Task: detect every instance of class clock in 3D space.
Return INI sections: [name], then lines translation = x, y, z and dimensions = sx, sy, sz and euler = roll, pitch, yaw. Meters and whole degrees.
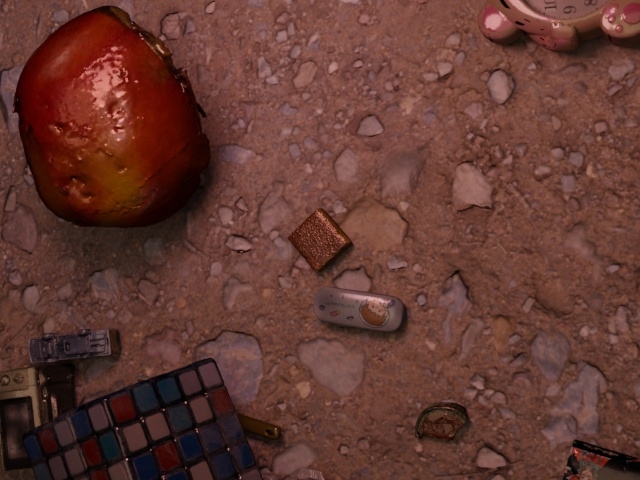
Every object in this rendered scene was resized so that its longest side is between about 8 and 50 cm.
[clock]
translation = 0.427, -0.469, 1.689
dimensions = 0.310, 0.114, 0.283
euler = -1, 90, 21

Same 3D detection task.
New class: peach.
[peach]
translation = -0.391, -0.227, 1.841
dimensions = 0.339, 0.353, 0.416
euler = 20, 104, 44

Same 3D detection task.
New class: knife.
[knife]
translation = -0.228, 0.327, 1.958
dimensions = 0.343, 0.027, 0.061
euler = 12, 100, 23

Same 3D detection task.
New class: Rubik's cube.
[Rubik's cube]
translation = -0.326, 0.419, 1.817
dimensions = 0.292, 0.287, 0.293
euler = -26, 82, 39

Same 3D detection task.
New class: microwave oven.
[microwave oven]
translation = -0.580, 0.361, 2.016
dimensions = 0.129, 0.163, 0.204
euler = -10, 84, 19

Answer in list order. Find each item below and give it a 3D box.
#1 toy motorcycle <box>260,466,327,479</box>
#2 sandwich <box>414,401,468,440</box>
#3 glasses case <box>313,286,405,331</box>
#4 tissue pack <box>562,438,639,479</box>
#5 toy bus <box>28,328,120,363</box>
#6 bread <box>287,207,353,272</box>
[toy motorcycle]
translation = -0.032, 0.489, 1.840
dimensions = 0.254, 0.112, 0.112
euler = 2, 90, 22
[sandwich]
translation = 0.222, 0.332, 1.792
dimensions = 0.101, 0.026, 0.069
euler = -2, 87, 20
[glasses case]
translation = 0.072, 0.129, 1.842
dimensions = 0.179, 0.045, 0.067
euler = 7, 92, 20
[tissue pack]
translation = 0.499, 0.411, 1.652
dimensions = 0.170, 0.090, 0.103
euler = 12, 90, 20
[toy bus]
translation = -0.513, 0.218, 2.042
dimensions = 0.191, 0.075, 0.064
euler = -8, 87, 19
[bread]
translation = 0.000, 0.000, 1.877
dimensions = 0.090, 0.035, 0.094
euler = -44, 75, 14
